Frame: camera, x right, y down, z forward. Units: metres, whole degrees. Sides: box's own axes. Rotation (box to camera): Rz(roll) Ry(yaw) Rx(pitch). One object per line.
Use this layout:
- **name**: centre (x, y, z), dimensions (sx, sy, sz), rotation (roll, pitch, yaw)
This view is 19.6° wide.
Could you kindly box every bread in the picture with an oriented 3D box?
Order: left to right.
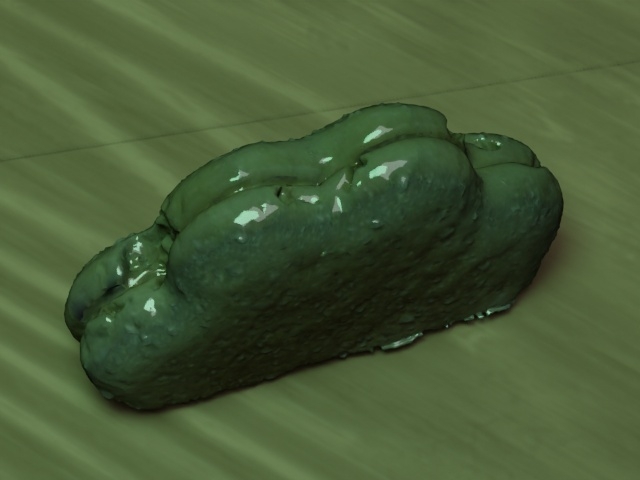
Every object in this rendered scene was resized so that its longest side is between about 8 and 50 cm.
- **bread**: centre (-0.002, -0.003, 1.192), dimensions (0.337, 0.183, 0.102), rotation (-18, 57, -11)
